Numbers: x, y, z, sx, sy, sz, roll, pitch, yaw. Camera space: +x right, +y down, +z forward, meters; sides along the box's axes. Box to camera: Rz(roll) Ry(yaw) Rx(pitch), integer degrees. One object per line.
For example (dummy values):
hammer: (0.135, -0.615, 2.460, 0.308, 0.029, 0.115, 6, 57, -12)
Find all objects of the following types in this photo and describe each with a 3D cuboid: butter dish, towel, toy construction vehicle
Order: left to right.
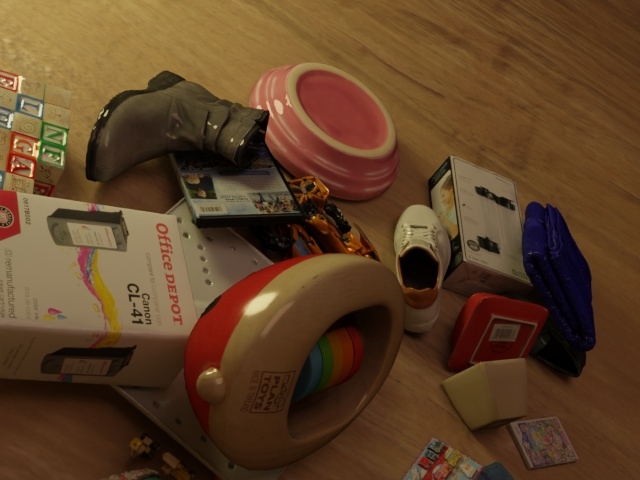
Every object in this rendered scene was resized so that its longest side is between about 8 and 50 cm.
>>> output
toy construction vehicle: (-0.213, 0.296, 1.392, 0.086, 0.098, 0.035, 36, 76, 11)
towel: (0.264, 0.402, 1.677, 0.119, 0.029, 0.067, -16, 60, -42)
butter dish: (0.299, 0.153, 1.866, 0.160, 0.160, 0.118, 12, 24, -27)
towel: (0.466, 0.058, 1.998, 0.228, 0.076, 0.308, 57, 21, -11)

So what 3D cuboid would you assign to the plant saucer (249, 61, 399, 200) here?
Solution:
plant saucer: (0.024, -0.230, 2.034, 0.332, 0.084, 0.332, 22, 42, -22)

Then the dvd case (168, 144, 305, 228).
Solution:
dvd case: (-0.146, -0.098, 1.750, 0.180, 0.022, 0.253, -2, 34, -20)

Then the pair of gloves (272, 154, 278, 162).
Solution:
pair of gloves: (-0.114, -0.166, 1.938, 0.083, 0.010, 0.074, 37, 39, -6)

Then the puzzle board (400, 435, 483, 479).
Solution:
puzzle board: (0.192, 0.368, 1.646, 0.096, 0.011, 0.128, 27, 38, 17)

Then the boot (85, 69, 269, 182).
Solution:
boot: (-0.223, -0.174, 1.728, 0.222, 0.118, 0.338, 22, 39, 10)

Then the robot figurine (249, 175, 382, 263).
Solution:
robot figurine: (0.000, 0.000, 1.811, 0.211, 0.085, 0.291, -16, 64, -45)

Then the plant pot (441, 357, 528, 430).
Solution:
plant pot: (0.290, 0.265, 1.771, 0.109, 0.109, 0.096, 0, 65, -36)

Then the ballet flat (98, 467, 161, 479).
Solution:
ballet flat: (-0.294, 0.343, 1.287, 0.077, 0.091, 0.241, 26, 33, 20)

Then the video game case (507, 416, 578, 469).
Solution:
video game case: (0.390, 0.353, 1.828, 0.122, 0.011, 0.087, 0, 53, -36)

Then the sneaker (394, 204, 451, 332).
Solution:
sneaker: (0.187, 0.019, 1.884, 0.105, 0.123, 0.290, 1, 46, 2)

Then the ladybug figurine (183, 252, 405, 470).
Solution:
ladybug figurine: (-0.040, 0.148, 1.419, 0.161, 0.305, 0.449, 25, 12, 26)

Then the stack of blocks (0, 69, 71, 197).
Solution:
stack of blocks: (-0.478, -0.122, 1.570, 0.171, 0.087, 0.297, 16, 45, -24)

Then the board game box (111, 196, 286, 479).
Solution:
board game box: (-0.160, 0.154, 1.579, 0.390, 0.050, 0.390, 39, 40, 2)

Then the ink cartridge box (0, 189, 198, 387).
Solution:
ink cartridge box: (-0.335, 0.065, 1.394, 0.306, 0.131, 0.226, 7, 50, -30)

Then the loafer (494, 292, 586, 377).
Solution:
loafer: (0.406, 0.176, 1.952, 0.223, 0.076, 0.078, 35, 33, -10)

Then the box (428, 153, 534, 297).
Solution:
box: (0.312, -0.018, 2.055, 0.169, 0.087, 0.290, 19, 44, -21)
